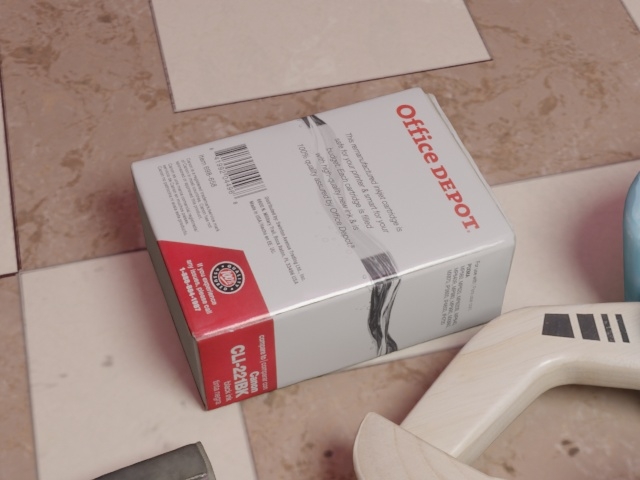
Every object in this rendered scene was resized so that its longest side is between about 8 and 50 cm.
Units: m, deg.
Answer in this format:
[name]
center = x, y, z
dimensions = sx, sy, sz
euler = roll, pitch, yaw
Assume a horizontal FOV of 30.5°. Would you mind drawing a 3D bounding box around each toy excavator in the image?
[toy excavator]
center = 0.278, 0.064, 0.915
dimensions = 0.445, 0.222, 0.433
euler = 1, 50, 19

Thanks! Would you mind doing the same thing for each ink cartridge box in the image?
[ink cartridge box]
center = 0.000, 0.000, 0.995
dimensions = 0.273, 0.114, 0.197
euler = -17, 52, -12

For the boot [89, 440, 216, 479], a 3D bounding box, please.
[boot]
center = -0.184, 0.192, 0.868
dimensions = 0.208, 0.076, 0.190
euler = -23, 69, -9
